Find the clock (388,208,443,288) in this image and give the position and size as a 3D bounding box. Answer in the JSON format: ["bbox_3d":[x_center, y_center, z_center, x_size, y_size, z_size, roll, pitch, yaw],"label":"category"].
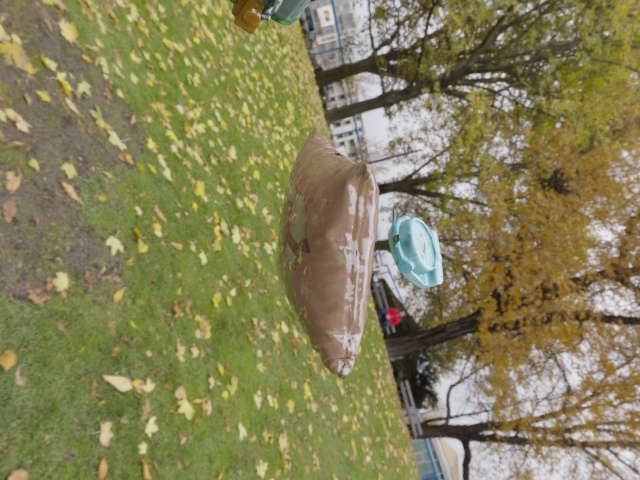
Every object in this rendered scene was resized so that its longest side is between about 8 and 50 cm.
[{"bbox_3d":[0.149,0.008,0.715,0.147,0.045,0.108,33,47,-42],"label":"clock"}]

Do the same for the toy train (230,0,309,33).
[{"bbox_3d":[-0.093,-0.515,0.680,0.178,0.249,0.428,-30,-131,49],"label":"toy train"}]

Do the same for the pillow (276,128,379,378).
[{"bbox_3d":[0.000,0.000,0.485,0.236,0.084,0.223,-131,-134,-64],"label":"pillow"}]
